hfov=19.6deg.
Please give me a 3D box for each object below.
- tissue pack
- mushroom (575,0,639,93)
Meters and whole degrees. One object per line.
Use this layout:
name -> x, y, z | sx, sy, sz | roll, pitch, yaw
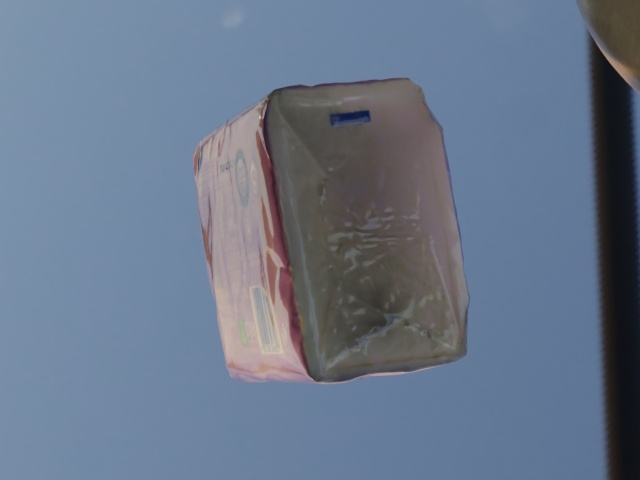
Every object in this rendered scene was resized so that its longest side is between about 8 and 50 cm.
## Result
tissue pack -> 0.000, 0.000, 1.611 | 0.338, 0.160, 0.242 | 167, -85, -76
mushroom -> 0.336, -0.222, 1.322 | 0.297, 0.297, 0.290 | -95, -152, -47
